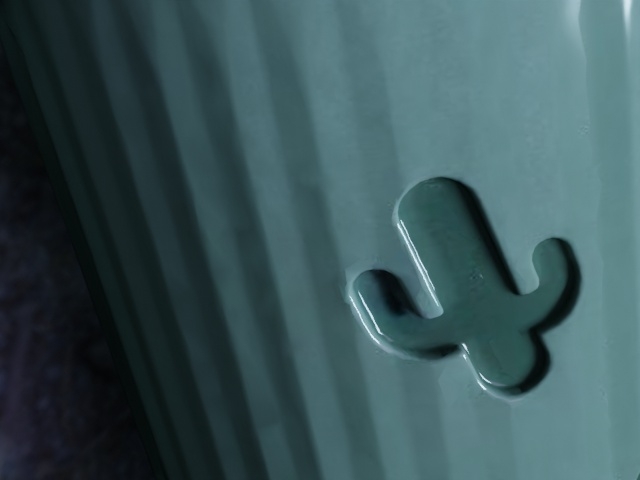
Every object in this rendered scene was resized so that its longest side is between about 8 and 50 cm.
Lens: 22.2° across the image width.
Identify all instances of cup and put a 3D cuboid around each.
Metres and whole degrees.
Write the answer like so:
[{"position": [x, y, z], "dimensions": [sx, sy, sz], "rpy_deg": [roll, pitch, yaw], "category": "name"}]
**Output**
[{"position": [0.007, -0.011, 0.656], "dimensions": [0.310, 0.401, 0.392], "rpy_deg": [-67, 150, -61], "category": "cup"}]
